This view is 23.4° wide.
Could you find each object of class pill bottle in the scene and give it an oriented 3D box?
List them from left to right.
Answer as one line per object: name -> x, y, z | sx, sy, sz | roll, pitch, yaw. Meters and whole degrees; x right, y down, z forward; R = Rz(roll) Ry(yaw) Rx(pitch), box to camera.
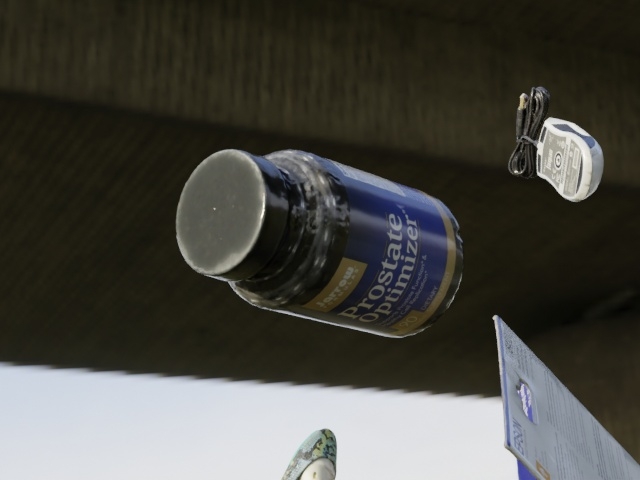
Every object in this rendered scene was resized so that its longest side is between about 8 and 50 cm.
pill bottle -> 0.000, 0.000, 1.178 | 0.123, 0.123, 0.219 | -23, -25, 37

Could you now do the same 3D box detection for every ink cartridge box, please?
ink cartridge box -> 0.276, 0.270, 1.640 | 0.071, 0.324, 0.330 | -42, -79, 17

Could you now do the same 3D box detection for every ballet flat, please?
ballet flat -> -0.022, 0.300, 1.744 | 0.070, 0.188, 0.070 | 30, -16, 9

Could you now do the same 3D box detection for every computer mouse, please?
computer mouse -> 0.254, -0.090, 1.622 | 0.042, 0.106, 0.193 | 1, 21, -17
